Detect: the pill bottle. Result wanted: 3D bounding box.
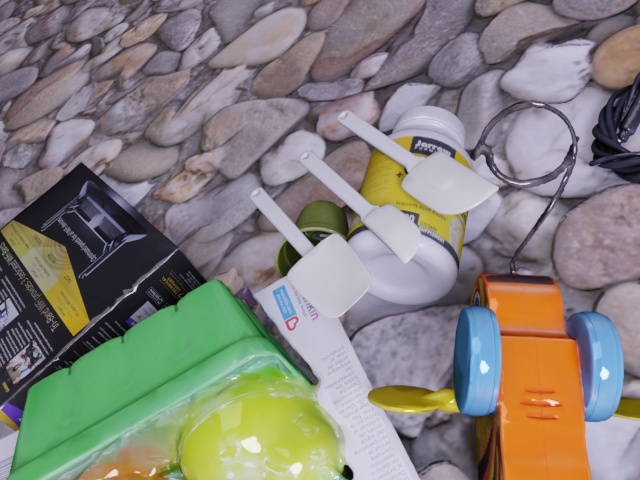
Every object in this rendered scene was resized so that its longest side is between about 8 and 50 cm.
[{"bbox_3d":[0.089,-0.039,0.667,0.103,0.103,0.184,-5,48,28],"label":"pill bottle"}]

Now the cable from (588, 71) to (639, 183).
[{"bbox_3d":[0.326,-0.116,0.638,0.184,0.047,0.151,-24,41,10],"label":"cable"}]

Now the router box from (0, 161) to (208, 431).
[{"bbox_3d":[-0.302,0.055,0.836,0.243,0.081,0.309,-43,42,-12],"label":"router box"}]

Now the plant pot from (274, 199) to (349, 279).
[{"bbox_3d":[0.000,0.000,0.713,0.083,0.083,0.079,-17,32,17],"label":"plant pot"}]

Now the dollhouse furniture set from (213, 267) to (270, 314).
[{"bbox_3d":[-0.107,0.065,0.717,0.114,0.091,0.081,-17,28,22],"label":"dollhouse furniture set"}]

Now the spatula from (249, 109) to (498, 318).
[{"bbox_3d":[0.021,-0.039,0.623,0.168,0.019,0.242,-42,37,-2],"label":"spatula"}]

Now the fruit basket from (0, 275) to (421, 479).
[{"bbox_3d":[-0.080,0.223,0.514,0.327,0.165,0.353,-31,56,2],"label":"fruit basket"}]

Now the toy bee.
[{"bbox_3d":[0.150,0.086,0.501,0.195,0.162,0.298,23,74,9],"label":"toy bee"}]
